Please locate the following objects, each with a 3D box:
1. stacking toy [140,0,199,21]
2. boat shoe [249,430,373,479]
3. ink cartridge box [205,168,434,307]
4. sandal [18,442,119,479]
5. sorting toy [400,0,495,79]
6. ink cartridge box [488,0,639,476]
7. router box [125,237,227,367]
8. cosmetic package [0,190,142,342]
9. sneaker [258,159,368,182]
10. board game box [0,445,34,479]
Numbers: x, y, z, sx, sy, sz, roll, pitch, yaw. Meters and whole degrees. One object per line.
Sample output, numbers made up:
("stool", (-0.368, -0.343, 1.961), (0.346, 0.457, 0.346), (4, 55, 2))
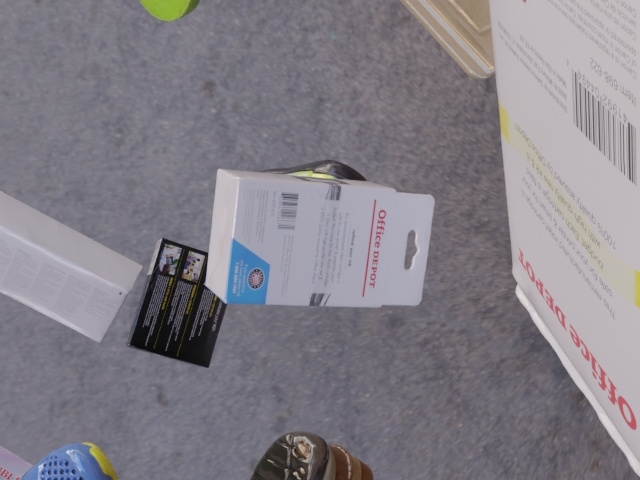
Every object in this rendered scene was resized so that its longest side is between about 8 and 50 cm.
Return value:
("stacking toy", (-0.172, -0.475, 1.441), (0.279, 0.130, 0.309), (-24, 94, 48))
("boat shoe", (-0.049, 0.355, 1.076), (0.324, 0.120, 0.122), (-58, 36, 13))
("ink cartridge box", (0.000, 0.000, 0.865), (0.180, 0.060, 0.104), (4, 99, -24))
("sandal", (-0.331, 0.339, 1.073), (0.126, 0.138, 0.317), (47, 107, 23))
("sorting toy", (0.191, -0.277, 1.009), (0.307, 0.041, 0.229), (52, 134, 20))
("ink cartridge box", (0.239, -0.067, 0.705), (0.160, 0.279, 0.384), (-15, 126, -5))
("router box", (-0.218, 0.100, 1.612), (0.133, 0.046, 0.178), (19, 80, -15))
("cosmetic package", (-0.342, 0.020, 1.208), (0.239, 0.060, 0.099), (29, 126, -9))
("sneaker", (-0.036, -0.026, 1.146), (0.084, 0.235, 0.097), (30, 69, -21))
("board game box", (-0.601, 0.441, 1.580), (0.319, 0.318, 0.066), (31, 133, 3))
